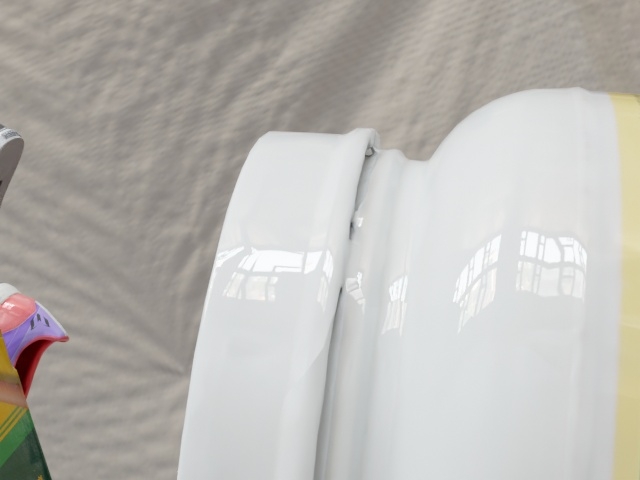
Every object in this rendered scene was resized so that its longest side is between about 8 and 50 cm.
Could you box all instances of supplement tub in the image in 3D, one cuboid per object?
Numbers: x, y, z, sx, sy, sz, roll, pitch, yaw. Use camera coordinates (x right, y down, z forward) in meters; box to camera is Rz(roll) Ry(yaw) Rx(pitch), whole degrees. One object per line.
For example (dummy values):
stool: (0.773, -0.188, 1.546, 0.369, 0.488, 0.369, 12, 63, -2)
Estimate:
supplement tub: (0.139, 0.082, 0.399, 0.331, 0.241, 0.241, 5, -64, 6)

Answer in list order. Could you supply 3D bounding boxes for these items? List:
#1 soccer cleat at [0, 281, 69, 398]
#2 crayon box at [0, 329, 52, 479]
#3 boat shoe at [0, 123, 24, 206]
soccer cleat: (-0.430, 0.210, 1.700, 0.116, 0.108, 0.318, 31, -92, 12)
crayon box: (-0.269, 0.063, 0.779, 0.081, 0.165, 0.278, 31, -40, 46)
boat shoe: (-0.298, -0.038, 1.186, 0.040, 0.049, 0.142, 34, -75, 18)
